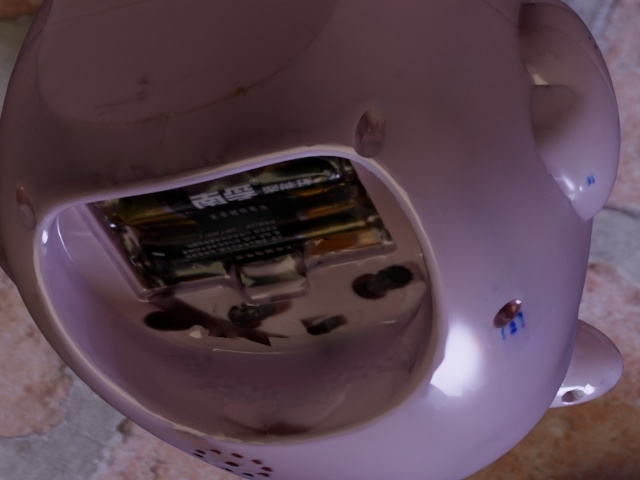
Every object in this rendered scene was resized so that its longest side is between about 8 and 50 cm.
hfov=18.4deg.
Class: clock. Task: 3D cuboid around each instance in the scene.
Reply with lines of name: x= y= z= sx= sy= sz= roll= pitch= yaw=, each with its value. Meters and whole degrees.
clock: x=0.000 y=0.000 z=1.125 sx=0.368 sy=0.250 sz=0.377 roll=-11 pitch=133 yaw=20
